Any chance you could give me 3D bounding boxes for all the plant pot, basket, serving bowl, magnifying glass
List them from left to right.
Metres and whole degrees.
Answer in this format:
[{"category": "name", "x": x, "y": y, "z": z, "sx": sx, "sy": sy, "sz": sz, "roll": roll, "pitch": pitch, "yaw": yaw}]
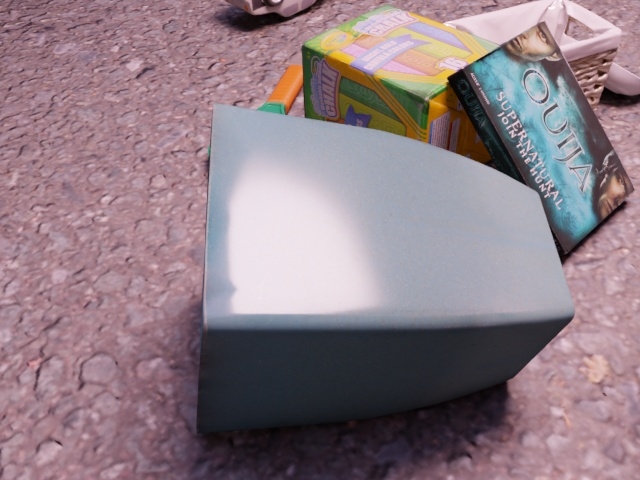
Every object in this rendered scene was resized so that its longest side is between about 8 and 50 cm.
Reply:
[{"category": "magnifying glass", "x": -0.059, "y": -0.140, "z": 0.770, "sx": 0.092, "sy": 0.026, "sz": 0.231, "roll": 8, "pitch": 46, "yaw": 13}, {"category": "plant pot", "x": 0.036, "y": 0.029, "z": 0.460, "sx": 0.235, "sy": 0.165, "sz": 0.165, "roll": 3, "pitch": 55, "yaw": -10}, {"category": "basket", "x": 0.227, "y": -0.193, "z": 0.743, "sx": 0.167, "sy": 0.103, "sz": 0.113, "roll": -17, "pitch": 44, "yaw": -14}, {"category": "serving bowl", "x": 0.342, "y": -0.193, "z": 0.775, "sx": 0.083, "sy": 0.027, "sz": 0.083, "roll": 25, "pitch": 26, "yaw": -13}]

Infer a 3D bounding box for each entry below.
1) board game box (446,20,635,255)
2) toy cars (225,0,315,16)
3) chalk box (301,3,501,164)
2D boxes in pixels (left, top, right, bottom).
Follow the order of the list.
[{"category": "board game box", "x": 0.206, "y": -0.095, "z": 0.603, "sx": 0.126, "sy": 0.186, "sz": 0.026, "roll": -35, "pitch": 7, "yaw": -28}, {"category": "toy cars", "x": -0.034, "y": -0.450, "z": 1.064, "sx": 0.177, "sy": 0.087, "sz": 0.393, "roll": 2, "pitch": 46, "yaw": 14}, {"category": "chalk box", "x": 0.066, "y": -0.152, "z": 0.692, "sx": 0.132, "sy": 0.132, "sz": 0.213, "roll": -35, "pitch": 50, "yaw": -29}]
